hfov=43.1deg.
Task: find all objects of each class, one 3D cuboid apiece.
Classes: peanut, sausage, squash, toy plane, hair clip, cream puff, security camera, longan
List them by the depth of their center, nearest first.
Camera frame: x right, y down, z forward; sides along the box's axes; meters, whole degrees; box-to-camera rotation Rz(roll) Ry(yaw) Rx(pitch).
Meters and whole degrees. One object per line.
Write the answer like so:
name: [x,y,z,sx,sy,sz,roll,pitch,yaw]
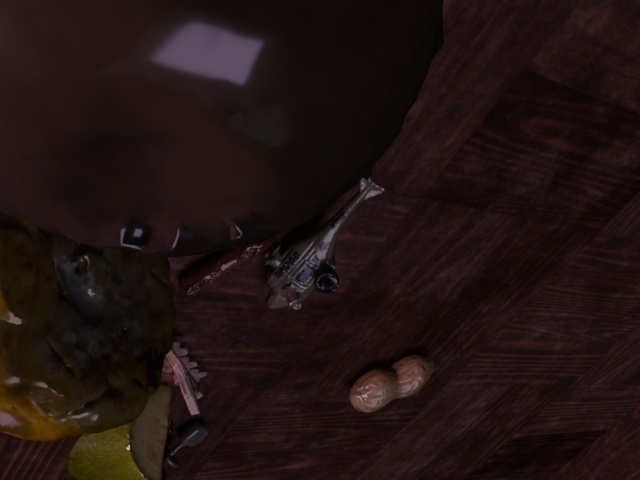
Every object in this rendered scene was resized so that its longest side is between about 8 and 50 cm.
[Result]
longan: [-0.110,-0.180,0.620,0.436,0.404,0.404,-36,144,5]
cream puff: [-0.336,0.077,0.896,0.257,0.291,0.324,-13,170,23]
sausage: [-0.134,0.029,1.160,0.158,0.042,0.036,-32,107,2]
toy plane: [0.000,0.000,1.177,0.108,0.092,0.286,32,119,-23]
hair clip: [-0.224,0.204,1.307,0.062,0.056,0.214,-10,135,3]
squash: [-0.366,0.337,1.401,0.252,0.169,0.093,-13,157,43]
security camera: [-0.250,0.370,1.502,0.092,0.058,0.058,-40,145,-5]
peanut: [0.145,0.283,1.621,0.187,0.082,0.082,-18,143,-15]
